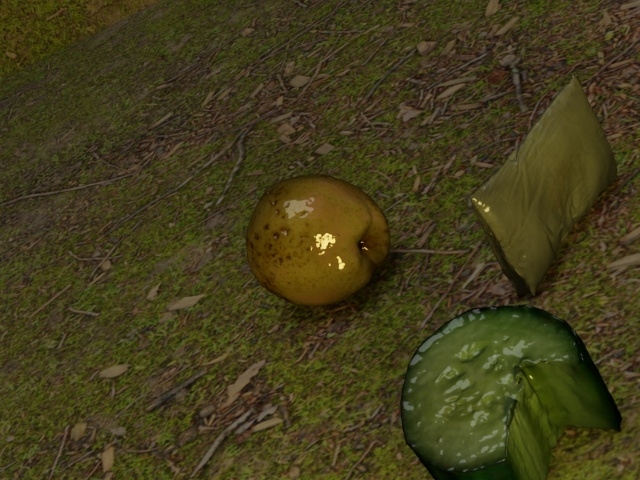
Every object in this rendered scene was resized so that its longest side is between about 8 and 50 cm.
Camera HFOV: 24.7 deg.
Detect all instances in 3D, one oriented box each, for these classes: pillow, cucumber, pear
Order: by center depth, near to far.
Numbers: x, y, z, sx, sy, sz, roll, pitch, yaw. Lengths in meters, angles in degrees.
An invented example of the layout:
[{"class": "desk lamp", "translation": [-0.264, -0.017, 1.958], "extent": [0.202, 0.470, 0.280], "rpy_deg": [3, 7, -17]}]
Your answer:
[{"class": "cucumber", "translation": [0.167, 0.163, 1.383], "extent": [0.191, 0.130, 0.191], "rpy_deg": [-26, 30, 16]}, {"class": "pillow", "translation": [0.257, -0.063, 1.651], "extent": [0.050, 0.148, 0.229], "rpy_deg": [6, 45, 43]}, {"class": "pear", "translation": [0.000, 0.000, 1.810], "extent": [0.178, 0.178, 0.178], "rpy_deg": [-24, 27, 13]}]
